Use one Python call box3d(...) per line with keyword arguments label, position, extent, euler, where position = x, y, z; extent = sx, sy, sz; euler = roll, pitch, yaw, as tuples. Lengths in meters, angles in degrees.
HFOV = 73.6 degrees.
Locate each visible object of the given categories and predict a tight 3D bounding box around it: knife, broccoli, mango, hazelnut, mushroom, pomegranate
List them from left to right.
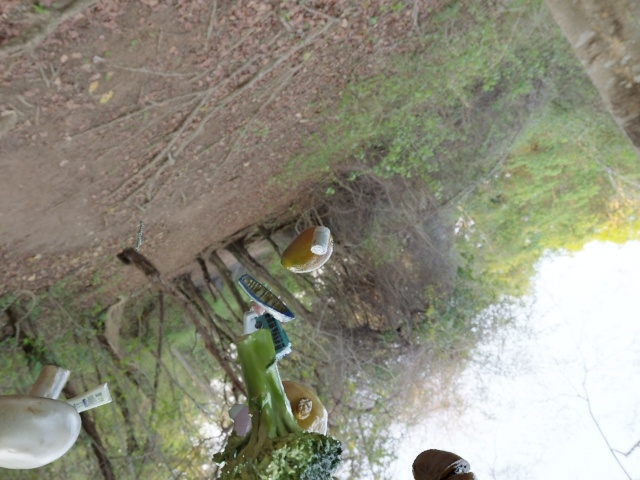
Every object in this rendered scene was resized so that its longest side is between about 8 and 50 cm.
box3d(label="mushroom", position=(-0.626, 0.374, 0.934), extent=(0.207, 0.207, 0.215), euler=(-34, -143, 36))
box3d(label="knife", position=(-0.342, 0.850, 1.751), extent=(0.132, 0.038, 0.398), euler=(5, -146, -1))
box3d(label="knife", position=(-0.273, 0.397, 1.698), extent=(0.073, 0.265, 0.041), euler=(-10, -156, -27))
box3d(label="broccoli", position=(-0.105, 0.424, 0.986), extent=(0.353, 0.396, 0.275), euler=(11, 171, 27))
box3d(label="pomegranate", position=(-0.157, 0.875, 2.067), extent=(0.412, 0.411, 0.411), euler=(-35, -178, 1))
box3d(label="mango", position=(-0.051, 0.049, 1.902), extent=(0.254, 0.175, 0.139), euler=(-46, 150, -6))
box3d(label="hazelnut", position=(0.434, 0.853, 1.507), extent=(0.217, 0.217, 0.251), euler=(-35, -145, -16))

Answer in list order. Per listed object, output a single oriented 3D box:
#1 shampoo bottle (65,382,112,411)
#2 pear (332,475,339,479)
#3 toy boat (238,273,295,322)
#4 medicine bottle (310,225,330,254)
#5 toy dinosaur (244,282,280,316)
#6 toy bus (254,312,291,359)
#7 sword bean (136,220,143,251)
box3d(label="shampoo bottle", position=(-0.610, 0.412, 1.089), extent=(0.141, 0.048, 0.034), euler=(-19, -170, -14))
box3d(label="pear", position=(-0.010, 0.730, 1.233), extent=(0.167, 0.167, 0.136), euler=(-33, -168, 45))
box3d(label="toy boat", position=(-0.185, 0.201, 1.444), extent=(0.046, 0.229, 0.080), euler=(-53, 176, 25))
box3d(label="medicine bottle", position=(0.000, 0.000, 1.507), extent=(0.057, 0.057, 0.089), euler=(-33, -145, 45))
box3d(label="toy dinosaur", position=(-0.279, 0.296, 1.998), extent=(0.194, 0.177, 0.152), euler=(-24, 144, -14))
box3d(label="toy bus", position=(-0.165, 0.335, 1.498), extent=(0.092, 0.160, 0.079), euler=(-24, 153, -4))
box3d(label="sword bean", position=(-0.463, -0.010, 1.095), extent=(0.012, 0.012, 0.083), euler=(-45, 148, -80))
